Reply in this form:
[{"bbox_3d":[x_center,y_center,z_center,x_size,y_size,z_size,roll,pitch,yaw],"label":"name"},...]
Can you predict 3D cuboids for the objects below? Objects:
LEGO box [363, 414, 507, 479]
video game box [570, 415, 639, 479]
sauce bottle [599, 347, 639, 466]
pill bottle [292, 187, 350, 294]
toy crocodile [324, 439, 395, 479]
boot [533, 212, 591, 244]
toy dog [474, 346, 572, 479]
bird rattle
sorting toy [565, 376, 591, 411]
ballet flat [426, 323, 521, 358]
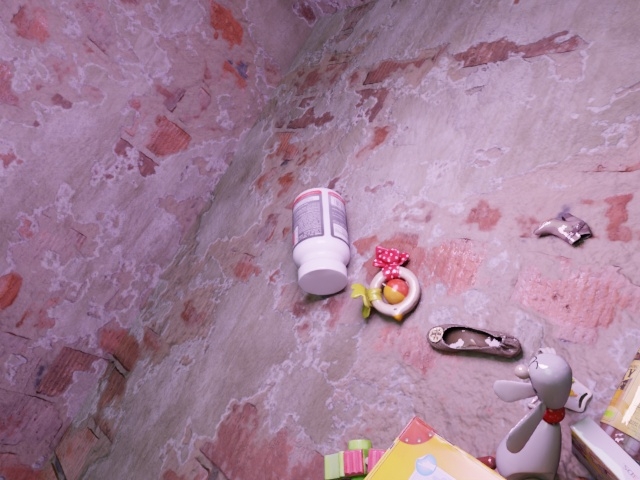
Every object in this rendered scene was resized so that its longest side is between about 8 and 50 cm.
[{"bbox_3d":[0.168,0.615,0.649,0.500,0.193,0.372,-42,27,-20],"label":"LEGO box"},{"bbox_3d":[0.550,0.439,0.722,0.048,0.187,0.205,-38,43,2],"label":"video game box"},{"bbox_3d":[0.678,0.277,0.797,0.111,0.111,0.344,27,78,47],"label":"sauce bottle"},{"bbox_3d":[0.000,0.000,1.481,0.210,0.210,0.363,-24,48,25],"label":"pill bottle"},{"bbox_3d":[0.149,0.568,1.022,0.340,0.105,0.115,-19,50,29],"label":"toy crocodile"},{"bbox_3d":[0.653,-0.021,1.082,0.118,0.042,0.087,-32,47,18],"label":"boot"},{"bbox_3d":[0.393,0.376,0.806,0.160,0.220,0.334,2,89,17],"label":"toy dog"},{"bbox_3d":[0.225,0.148,1.289,0.206,0.143,0.253,31,69,36],"label":"bird rattle"},{"bbox_3d":[0.560,0.341,0.903,0.075,0.045,0.083,29,80,28],"label":"sorting toy"},{"bbox_3d":[0.398,0.264,1.071,0.249,0.058,0.084,1,61,40],"label":"ballet flat"}]
